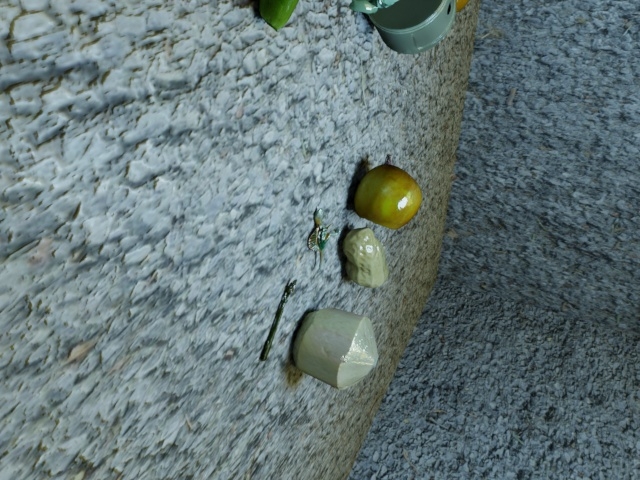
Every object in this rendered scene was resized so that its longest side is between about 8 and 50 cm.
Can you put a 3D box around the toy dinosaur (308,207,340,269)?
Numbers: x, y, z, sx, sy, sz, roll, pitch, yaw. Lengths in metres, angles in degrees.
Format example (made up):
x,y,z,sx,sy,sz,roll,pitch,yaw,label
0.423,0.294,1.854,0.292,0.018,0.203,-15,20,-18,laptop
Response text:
x,y,z,sx,sy,sz,roll,pitch,yaw,label
-0.003,-0.001,1.389,0.106,0.044,0.187,3,115,-55,toy dinosaur

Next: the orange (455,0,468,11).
x,y,z,sx,sy,sz,roll,pitch,yaw,label
0.434,-0.889,1.662,0.206,0.206,0.206,-49,147,-48,orange

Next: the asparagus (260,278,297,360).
x,y,z,sx,sy,sz,roll,pitch,yaw,label
-0.111,0.209,1.280,0.023,0.022,0.233,26,79,-23,asparagus

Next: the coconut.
x,y,z,sx,sy,sz,roll,pitch,yaw,label
0.059,0.332,1.475,0.239,0.244,0.239,-47,144,-50,coconut

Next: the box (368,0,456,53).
x,y,z,sx,sy,sz,roll,pitch,yaw,label
0.244,-0.644,1.300,0.149,0.226,0.226,7,98,-68,box

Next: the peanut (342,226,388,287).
x,y,z,sx,sy,sz,roll,pitch,yaw,label
0.154,0.066,1.676,0.152,0.152,0.313,-64,156,-26,peanut

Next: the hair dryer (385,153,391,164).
x,y,z,sx,sy,sz,roll,pitch,yaw,label
0.258,-0.254,1.846,0.106,0.054,0.154,-1,101,-72,hair dryer

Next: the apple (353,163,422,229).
x,y,z,sx,sy,sz,roll,pitch,yaw,label
0.216,-0.136,1.602,0.207,0.237,0.237,-52,156,-3,apple

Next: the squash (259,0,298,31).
x,y,z,sx,sy,sz,roll,pitch,yaw,label
-0.034,-0.511,0.824,0.292,0.082,0.082,-59,165,22,squash

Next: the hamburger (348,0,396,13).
x,y,z,sx,sy,sz,roll,pitch,yaw,label
0.101,-0.611,0.955,0.276,0.260,0.150,37,39,-51,hamburger
